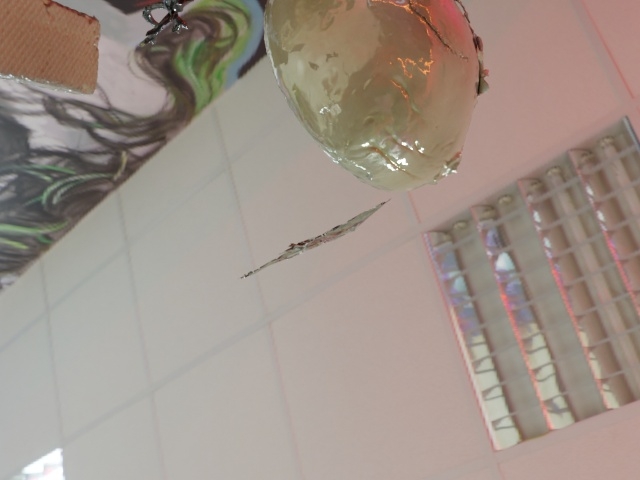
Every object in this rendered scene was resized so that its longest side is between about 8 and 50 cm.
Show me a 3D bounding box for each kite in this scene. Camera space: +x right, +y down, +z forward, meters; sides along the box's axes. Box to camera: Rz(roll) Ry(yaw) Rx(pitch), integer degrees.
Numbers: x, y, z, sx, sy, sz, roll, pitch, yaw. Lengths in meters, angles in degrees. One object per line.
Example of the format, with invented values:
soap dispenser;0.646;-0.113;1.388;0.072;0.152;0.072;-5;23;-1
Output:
kite;0.000;0.000;1.312;0.323;0.268;0.013;-28;-95;24

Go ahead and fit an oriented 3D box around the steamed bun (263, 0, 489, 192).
steamed bun;0.086;-0.249;1.037;0.233;0.312;0.333;-32;-110;22

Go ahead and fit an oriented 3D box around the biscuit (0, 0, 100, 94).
biscuit;-0.443;-0.304;1.136;0.079;0.426;0.143;9;-85;7

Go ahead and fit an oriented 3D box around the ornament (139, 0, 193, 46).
ornament;-0.333;-0.465;1.482;0.236;0.202;0.080;-44;-120;61
